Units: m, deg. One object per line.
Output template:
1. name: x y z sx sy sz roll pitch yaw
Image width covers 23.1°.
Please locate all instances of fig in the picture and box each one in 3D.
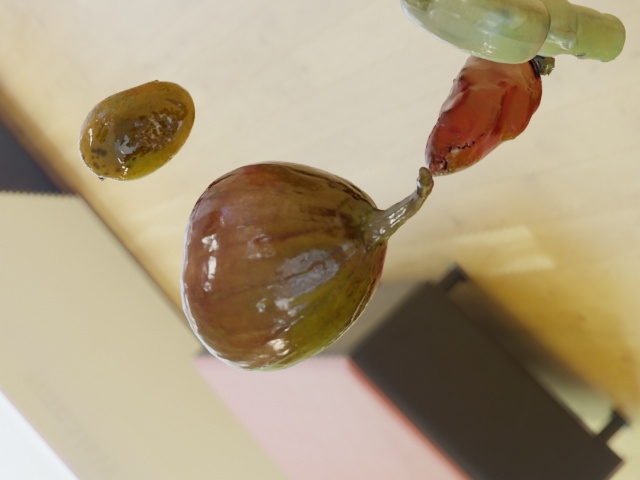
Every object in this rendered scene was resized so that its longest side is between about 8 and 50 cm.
1. fig: -0.013 0.007 1.185 0.149 0.202 0.148 -118 5 -52

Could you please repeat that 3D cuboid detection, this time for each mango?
1. mango: -0.161 -0.098 1.383 0.079 0.114 0.057 53 165 -6

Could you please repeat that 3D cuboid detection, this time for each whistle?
1. whistle: 0.165 -0.190 1.319 0.258 0.067 0.126 6 -152 -42

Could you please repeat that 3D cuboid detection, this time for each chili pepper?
1. chili pepper: 0.191 -0.154 1.810 0.110 0.110 0.387 50 -152 -5
